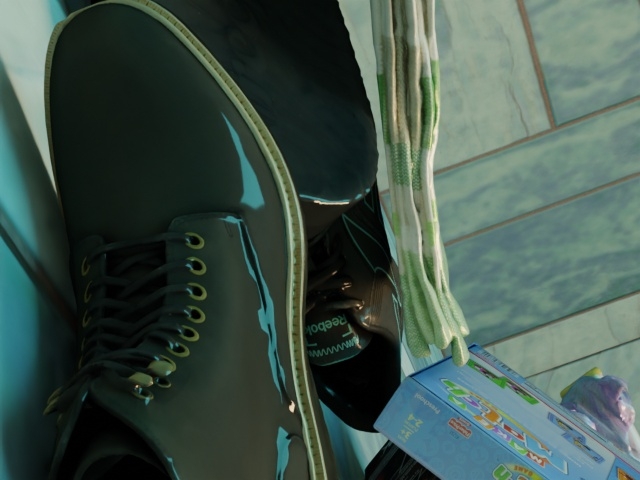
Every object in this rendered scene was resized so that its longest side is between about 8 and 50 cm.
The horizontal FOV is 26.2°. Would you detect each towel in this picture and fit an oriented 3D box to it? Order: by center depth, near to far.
[{"bbox_3d":[0.044,-0.129,0.720,0.248,0.038,0.325,-89,172,-66],"label":"towel"}]

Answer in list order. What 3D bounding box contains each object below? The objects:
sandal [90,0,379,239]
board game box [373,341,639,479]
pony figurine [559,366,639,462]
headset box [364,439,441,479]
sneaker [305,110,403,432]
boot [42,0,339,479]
[{"bbox_3d":[-0.044,-0.204,0.673,0.167,0.107,0.446,13,49,-40],"label":"sandal"},{"bbox_3d":[0.125,0.125,0.776,0.160,0.039,0.211,36,9,13],"label":"board game box"},{"bbox_3d":[0.299,0.306,1.251,0.363,0.351,0.303,54,23,12],"label":"pony figurine"},{"bbox_3d":[0.142,0.216,0.860,0.218,0.110,0.293,37,9,-5],"label":"headset box"},{"bbox_3d":[0.000,0.000,0.764,0.106,0.101,0.267,-101,170,-47],"label":"sneaker"},{"bbox_3d":[-0.047,0.015,0.383,0.137,0.077,0.198,12,57,-78],"label":"boot"}]
